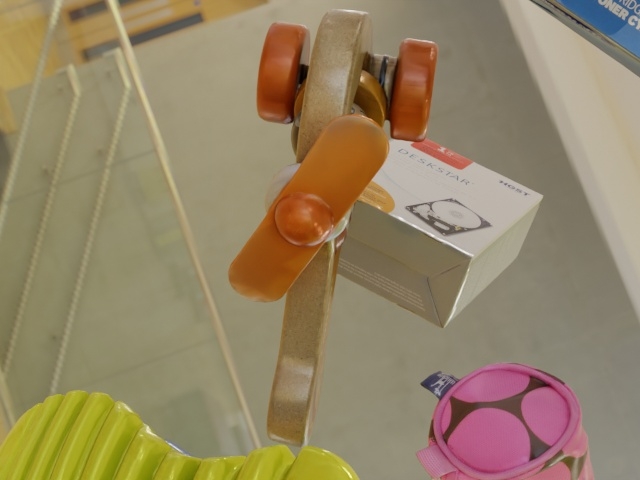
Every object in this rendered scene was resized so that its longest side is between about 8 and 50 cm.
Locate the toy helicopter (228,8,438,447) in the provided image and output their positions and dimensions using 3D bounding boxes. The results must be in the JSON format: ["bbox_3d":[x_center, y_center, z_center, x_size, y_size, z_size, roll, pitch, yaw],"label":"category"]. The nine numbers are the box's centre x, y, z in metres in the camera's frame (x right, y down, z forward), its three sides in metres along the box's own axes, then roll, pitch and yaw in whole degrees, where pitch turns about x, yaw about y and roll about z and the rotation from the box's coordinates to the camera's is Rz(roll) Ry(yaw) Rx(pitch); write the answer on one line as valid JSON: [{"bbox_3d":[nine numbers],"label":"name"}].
[{"bbox_3d":[0.000,0.000,0.872,0.235,0.140,0.355,-66,165,-76],"label":"toy helicopter"}]

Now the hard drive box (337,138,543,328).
[{"bbox_3d":[0.109,-0.020,1.195,0.232,0.181,0.089,-33,147,-58],"label":"hard drive box"}]

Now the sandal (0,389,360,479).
[{"bbox_3d":[-0.099,0.197,0.779,0.126,0.317,0.138,-63,146,-26],"label":"sandal"}]

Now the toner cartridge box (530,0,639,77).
[{"bbox_3d":[0.292,-0.139,0.684,0.348,0.165,0.075,35,9,4],"label":"toner cartridge box"}]

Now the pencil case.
[{"bbox_3d":[0.123,0.168,0.716,0.095,0.098,0.209,38,-22,43],"label":"pencil case"}]
